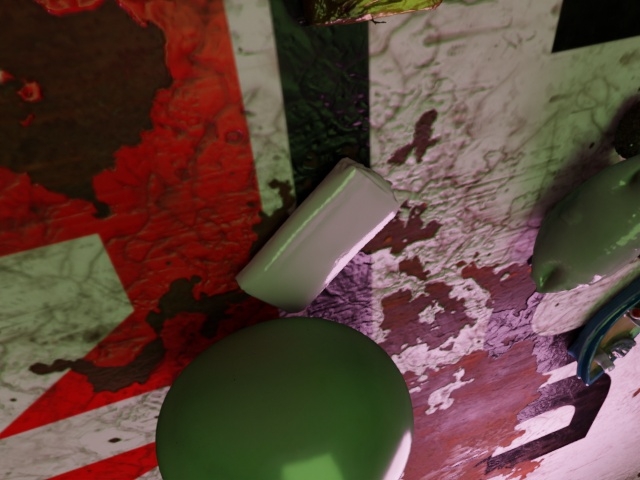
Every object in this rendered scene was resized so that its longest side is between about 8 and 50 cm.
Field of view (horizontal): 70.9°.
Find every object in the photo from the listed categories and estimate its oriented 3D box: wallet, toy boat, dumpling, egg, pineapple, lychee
[{"bbox_3d":[0.000,0.000,0.477,0.190,0.033,0.095,-46,130,13],"label":"wallet"},{"bbox_3d":[0.538,0.161,0.779,0.109,0.098,0.238,28,110,-32],"label":"toy boat"},{"bbox_3d":[0.343,-0.027,0.569,0.104,0.149,0.217,21,128,1],"label":"dumpling"},{"bbox_3d":[-0.033,0.194,0.480,0.269,0.220,0.221,-8,127,-14],"label":"egg"},{"bbox_3d":[0.021,-0.205,0.325,0.137,0.069,0.116,33,112,-28],"label":"pineapple"},{"bbox_3d":[0.387,-0.132,0.528,0.067,0.068,0.083,37,114,5],"label":"lychee"}]
